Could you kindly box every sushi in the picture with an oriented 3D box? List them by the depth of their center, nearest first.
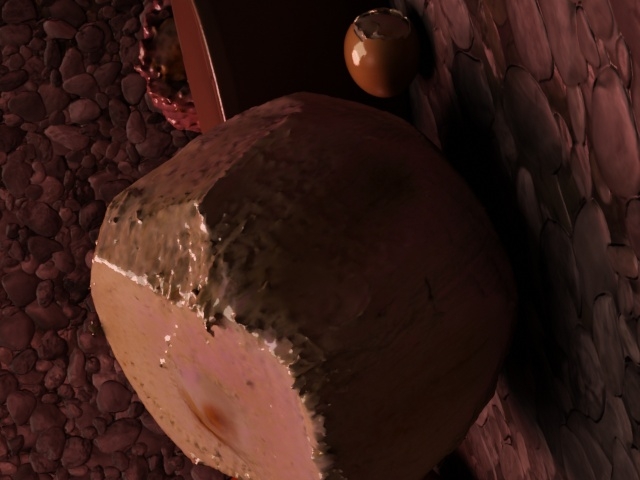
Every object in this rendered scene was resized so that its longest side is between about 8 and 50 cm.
[{"bbox_3d":[-0.108,-0.232,1.762,0.171,0.270,0.236,97,164,-70],"label":"sushi"}]

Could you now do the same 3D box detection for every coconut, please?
[{"bbox_3d":[0.011,0.051,1.298,0.404,0.405,0.404,165,90,-82],"label":"coconut"}]

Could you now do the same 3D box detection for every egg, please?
[{"bbox_3d":[0.063,-0.187,1.356,0.096,0.080,0.080,89,164,-44],"label":"egg"}]

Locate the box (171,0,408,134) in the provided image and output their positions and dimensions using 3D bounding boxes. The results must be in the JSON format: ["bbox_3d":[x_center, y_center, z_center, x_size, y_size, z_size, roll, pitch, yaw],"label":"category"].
[{"bbox_3d":[-0.038,-0.201,1.531,0.301,0.216,0.300,163,90,-81],"label":"box"}]

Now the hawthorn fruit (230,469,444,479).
[{"bbox_3d":[0.049,0.449,1.708,0.403,0.403,0.402,165,90,-82],"label":"hawthorn fruit"}]
